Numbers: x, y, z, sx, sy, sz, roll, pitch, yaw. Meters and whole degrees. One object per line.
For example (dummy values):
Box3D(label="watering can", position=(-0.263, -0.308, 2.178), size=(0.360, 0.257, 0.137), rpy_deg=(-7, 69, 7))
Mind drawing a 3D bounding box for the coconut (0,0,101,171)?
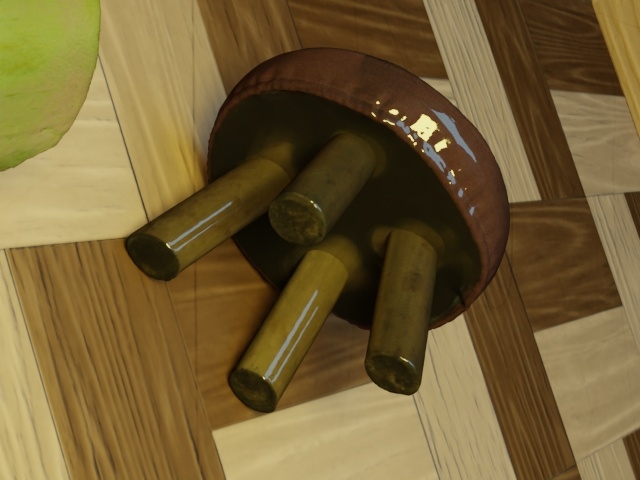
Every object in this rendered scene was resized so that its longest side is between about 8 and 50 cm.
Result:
Box3D(label="coconut", position=(-0.244, -0.152, 0.833), size=(0.236, 0.204, 0.236), rpy_deg=(15, 24, -7))

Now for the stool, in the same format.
Box3D(label="stool", position=(0.000, 0.000, 1.080), size=(0.272, 0.272, 0.178), rpy_deg=(55, 46, -21))
